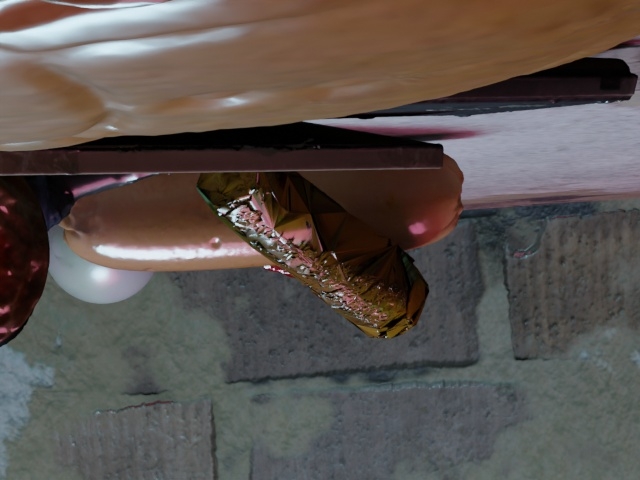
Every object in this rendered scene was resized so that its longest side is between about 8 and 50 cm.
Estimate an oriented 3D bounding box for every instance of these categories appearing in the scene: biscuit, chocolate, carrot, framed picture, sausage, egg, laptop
[{"bbox_3d":[-0.074,-0.059,0.539,0.351,0.057,0.312,-4,177,11],"label":"biscuit"},{"bbox_3d":[-0.213,-0.009,1.047,0.127,0.124,0.133,19,143,24],"label":"chocolate"},{"bbox_3d":[-0.001,0.001,1.327,0.069,0.069,0.228,-5,153,34],"label":"carrot"},{"bbox_3d":[-0.091,-0.049,0.970,0.250,0.016,0.184,-3,-170,-38],"label":"framed picture"},{"bbox_3d":[-0.041,-0.024,1.428,0.289,0.086,0.086,-5,179,1],"label":"sausage"},{"bbox_3d":[-0.191,0.004,1.744,0.103,0.103,0.135,-3,177,-8],"label":"egg"},{"bbox_3d":[0.022,-0.068,0.927,0.207,0.026,0.154,-3,179,-32],"label":"laptop"}]

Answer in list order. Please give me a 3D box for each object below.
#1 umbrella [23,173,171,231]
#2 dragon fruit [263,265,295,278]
[{"bbox_3d":[-0.196,-0.012,1.161,0.248,0.071,0.071,-17,179,-3],"label":"umbrella"},{"bbox_3d":[-0.044,-0.028,1.718,0.131,0.097,0.063,17,170,-15],"label":"dragon fruit"}]
